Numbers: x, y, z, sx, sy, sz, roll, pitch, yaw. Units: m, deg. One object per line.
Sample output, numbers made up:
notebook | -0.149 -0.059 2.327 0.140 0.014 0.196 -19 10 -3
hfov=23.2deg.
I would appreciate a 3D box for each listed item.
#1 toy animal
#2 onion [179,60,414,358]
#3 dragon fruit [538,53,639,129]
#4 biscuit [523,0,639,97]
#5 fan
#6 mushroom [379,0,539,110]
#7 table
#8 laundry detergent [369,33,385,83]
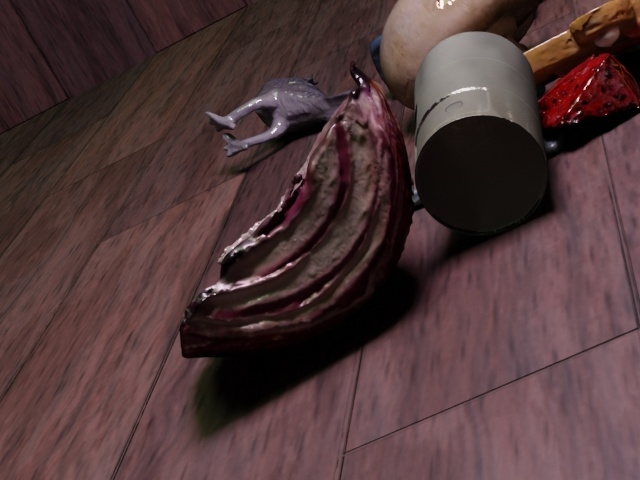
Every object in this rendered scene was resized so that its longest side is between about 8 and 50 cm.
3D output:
toy animal | -0.052 -0.183 2.203 0.206 0.081 0.367 -21 14 -11
onion | 0.000 0.000 1.479 0.314 0.146 0.280 -59 -2 2
dragon fruit | 0.260 -0.155 1.613 0.097 0.063 0.131 -16 7 -15
biscuit | 0.299 -0.214 1.688 0.340 0.047 0.216 -27 -3 15
fan | 0.129 -0.058 1.650 0.282 0.023 0.057 -21 20 22
mushroom | 0.177 -0.247 1.898 0.226 0.178 0.226 -34 -16 -11
table | 0.155 -0.109 1.531 0.126 0.126 0.220 -25 24 15
laundry detergent | 0.203 -0.310 2.139 0.290 0.094 0.143 -40 15 -30
